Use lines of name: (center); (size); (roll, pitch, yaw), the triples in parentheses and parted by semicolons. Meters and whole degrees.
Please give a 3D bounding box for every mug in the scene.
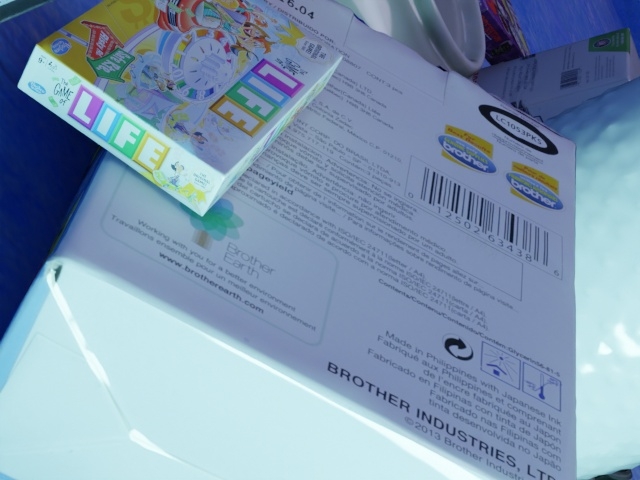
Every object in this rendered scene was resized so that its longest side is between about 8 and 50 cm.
mug: (0.198, 0.092, 1.069); (0.276, 0.328, 0.374); (37, 33, -52)

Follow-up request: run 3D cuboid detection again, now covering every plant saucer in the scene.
plant saucer: (0.086, -0.261, 1.430); (0.400, 0.100, 0.400); (50, 30, -44)

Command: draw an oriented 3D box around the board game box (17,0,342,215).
board game box: (-0.062, -0.083, 0.677); (0.103, 0.026, 0.154); (35, 35, 1)

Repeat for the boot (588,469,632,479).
boot: (0.262, 0.165, 1.547); (0.263, 0.091, 0.229); (15, 60, -63)

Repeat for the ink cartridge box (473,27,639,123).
ink cartridge box: (0.270, -0.157, 1.645); (0.160, 0.219, 0.093); (-68, 140, -58)

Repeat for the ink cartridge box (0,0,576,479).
ink cartridge box: (0.000, 0.000, 0.783); (0.270, 0.151, 0.395); (29, 37, -11)

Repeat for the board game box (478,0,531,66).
board game box: (0.175, -0.381, 1.763); (0.208, 0.056, 0.347); (26, 43, -57)

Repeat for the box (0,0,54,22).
box: (-0.108, -0.234, 0.713); (0.163, 0.247, 0.142); (61, 25, -28)
